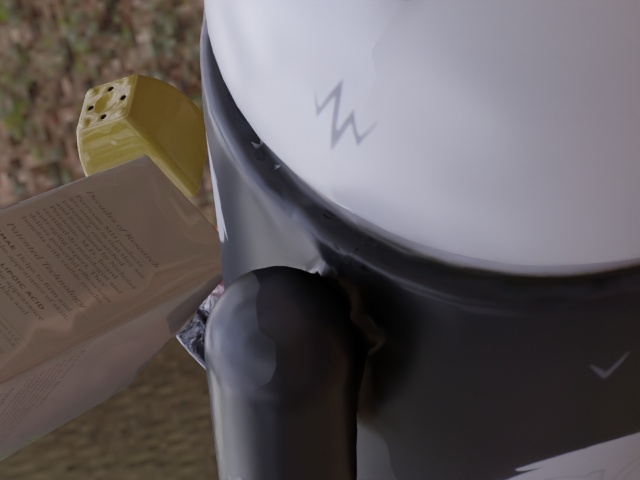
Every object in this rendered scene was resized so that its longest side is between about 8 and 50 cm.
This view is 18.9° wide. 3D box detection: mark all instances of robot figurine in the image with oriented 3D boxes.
[{"bbox_3d":[0.051,-0.027,0.541,0.278,0.174,0.209,89,176,-59],"label":"robot figurine"}]

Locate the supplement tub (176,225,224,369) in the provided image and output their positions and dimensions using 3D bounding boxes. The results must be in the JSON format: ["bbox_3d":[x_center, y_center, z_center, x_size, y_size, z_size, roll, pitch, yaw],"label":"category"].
[{"bbox_3d":[0.000,0.000,1.148,0.106,0.198,0.106,41,-172,-7],"label":"supplement tub"}]

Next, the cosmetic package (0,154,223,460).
[{"bbox_3d":[-0.149,0.044,0.935,0.085,0.117,0.231,47,-152,7],"label":"cosmetic package"}]

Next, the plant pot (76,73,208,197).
[{"bbox_3d":[-0.143,-0.080,1.479,0.083,0.081,0.081,51,-146,-39],"label":"plant pot"}]
